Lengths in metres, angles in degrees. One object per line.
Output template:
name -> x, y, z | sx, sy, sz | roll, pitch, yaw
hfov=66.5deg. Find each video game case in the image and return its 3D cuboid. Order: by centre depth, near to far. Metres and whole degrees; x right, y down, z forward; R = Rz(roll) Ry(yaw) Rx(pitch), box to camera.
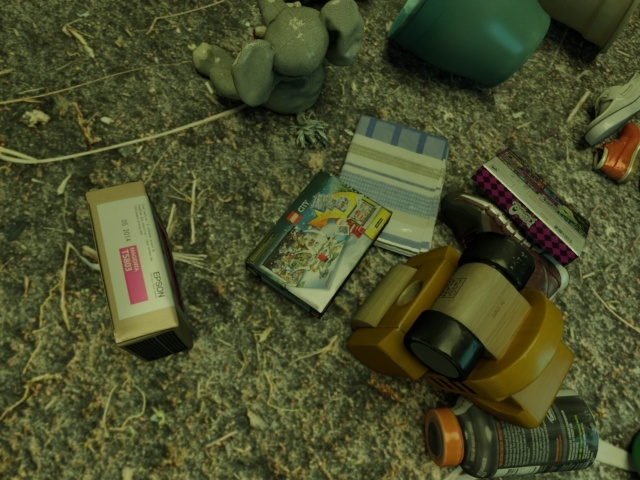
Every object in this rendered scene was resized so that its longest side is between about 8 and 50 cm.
video game case -> 0.412, -0.075, 0.942 | 0.232, 0.042, 0.210 | 47, 36, 10

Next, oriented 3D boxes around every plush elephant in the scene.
plush elephant -> -0.071, -0.362, 0.918 | 0.272, 0.255, 0.329 | -29, 76, -18

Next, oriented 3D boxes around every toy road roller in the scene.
toy road roller -> 0.218, 0.152, 0.752 | 0.240, 0.329, 0.202 | 44, 69, -10

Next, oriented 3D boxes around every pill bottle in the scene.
pill bottle -> 0.298, 0.308, 0.786 | 0.246, 0.130, 0.130 | 0, 69, -9

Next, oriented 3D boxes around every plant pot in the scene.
plant pot -> 0.323, -0.470, 1.032 | 0.255, 0.272, 0.271 | 33, 67, -12
plant pot -> 0.590, -0.647, 1.121 | 0.306, 0.333, 0.333 | 26, 67, 14

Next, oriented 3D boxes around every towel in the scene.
towel -> 0.141, -0.113, 0.976 | 0.209, 0.034, 0.284 | 17, 66, 0

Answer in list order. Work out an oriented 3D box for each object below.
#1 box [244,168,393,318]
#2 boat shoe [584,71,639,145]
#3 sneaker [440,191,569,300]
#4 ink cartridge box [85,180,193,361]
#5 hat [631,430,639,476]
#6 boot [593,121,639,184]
box -> 0.000, 0.000, 0.868 | 0.159, 0.044, 0.233 | 33, 68, 12
boat shoe -> 0.664, -0.305, 1.098 | 0.268, 0.096, 0.088 | -35, 74, -20
sneaker -> 0.313, 0.043, 0.907 | 0.281, 0.106, 0.162 | 39, 72, 6
ink cartridge box -> -0.275, 0.056, 0.761 | 0.088, 0.193, 0.234 | -15, 73, -13
hat -> 0.656, 0.446, 0.847 | 0.173, 0.183, 0.209 | -37, 37, -26
boot -> 0.658, -0.208, 1.080 | 0.085, 0.059, 0.157 | 24, 69, 6
